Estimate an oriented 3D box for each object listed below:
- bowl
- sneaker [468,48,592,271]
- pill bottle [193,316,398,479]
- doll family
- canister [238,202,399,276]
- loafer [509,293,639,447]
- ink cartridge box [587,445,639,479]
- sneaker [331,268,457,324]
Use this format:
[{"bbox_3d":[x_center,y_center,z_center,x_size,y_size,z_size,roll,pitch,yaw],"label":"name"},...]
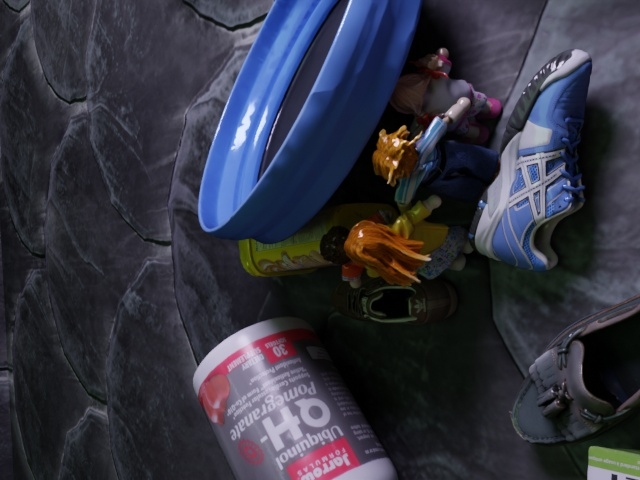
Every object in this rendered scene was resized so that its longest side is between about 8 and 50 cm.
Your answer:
[{"bbox_3d":[-0.021,-0.176,0.724,0.391,0.077,0.391,-50,27,37],"label":"bowl"},{"bbox_3d":[0.211,-0.068,0.600,0.081,0.080,0.211,33,126,35],"label":"sneaker"},{"bbox_3d":[-0.017,0.265,0.790,0.318,0.176,0.176,57,130,29],"label":"pill bottle"},{"bbox_3d":[0.099,-0.046,0.633,0.118,0.163,0.263,41,116,44],"label":"doll family"},{"bbox_3d":[0.000,0.000,0.795,0.170,0.126,0.073,-10,84,46],"label":"canister"},{"bbox_3d":[0.248,0.099,0.551,0.267,0.084,0.096,-50,57,37],"label":"loafer"},{"bbox_3d":[0.291,0.293,0.456,0.189,0.097,0.255,-6,73,52],"label":"ink cartridge box"},{"bbox_3d":[0.066,0.065,0.764,0.188,0.071,0.066,-8,87,48],"label":"sneaker"}]
